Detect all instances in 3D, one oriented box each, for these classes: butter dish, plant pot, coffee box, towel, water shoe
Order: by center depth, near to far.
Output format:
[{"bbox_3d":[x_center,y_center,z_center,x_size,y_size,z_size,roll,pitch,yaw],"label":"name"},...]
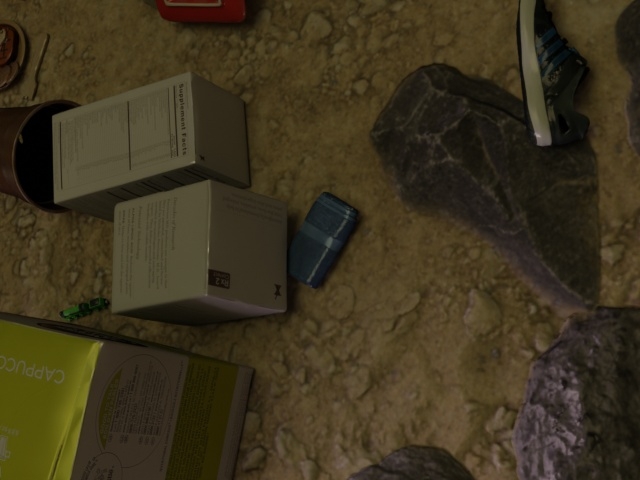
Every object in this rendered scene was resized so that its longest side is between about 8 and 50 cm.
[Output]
[{"bbox_3d":[0.281,-0.212,1.388,0.080,0.073,0.203,-4,80,6],"label":"water shoe"},{"bbox_3d":[-0.336,0.277,1.462,0.337,0.334,0.338,9,83,30],"label":"coffee box"},{"bbox_3d":[0.000,0.000,1.511,0.067,0.029,0.119,33,95,31],"label":"towel"},{"bbox_3d":[-0.160,-0.403,1.648,0.160,0.118,0.160,7,124,30],"label":"butter dish"},{"bbox_3d":[-0.438,-0.132,1.722,0.165,0.167,0.167,10,84,39],"label":"plant pot"}]

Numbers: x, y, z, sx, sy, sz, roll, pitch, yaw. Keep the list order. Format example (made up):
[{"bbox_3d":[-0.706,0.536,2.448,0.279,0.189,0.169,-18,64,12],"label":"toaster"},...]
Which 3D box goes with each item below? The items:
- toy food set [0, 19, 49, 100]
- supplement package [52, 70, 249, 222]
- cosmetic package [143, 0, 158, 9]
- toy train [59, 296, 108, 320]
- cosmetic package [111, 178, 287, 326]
[{"bbox_3d":[-0.532,-0.298,1.873,0.192,0.038,0.132,12,85,31],"label":"toy food set"},{"bbox_3d":[-0.238,-0.125,1.612,0.244,0.134,0.139,-12,73,27],"label":"supplement package"},{"bbox_3d":[-0.245,-0.414,1.734,0.060,0.041,0.115,34,97,31],"label":"cosmetic package"},{"bbox_3d":[-0.348,0.100,1.689,0.083,0.023,0.017,-19,70,24],"label":"toy train"},{"bbox_3d":[-0.157,0.022,1.508,0.183,0.151,0.151,-12,73,38],"label":"cosmetic package"}]
